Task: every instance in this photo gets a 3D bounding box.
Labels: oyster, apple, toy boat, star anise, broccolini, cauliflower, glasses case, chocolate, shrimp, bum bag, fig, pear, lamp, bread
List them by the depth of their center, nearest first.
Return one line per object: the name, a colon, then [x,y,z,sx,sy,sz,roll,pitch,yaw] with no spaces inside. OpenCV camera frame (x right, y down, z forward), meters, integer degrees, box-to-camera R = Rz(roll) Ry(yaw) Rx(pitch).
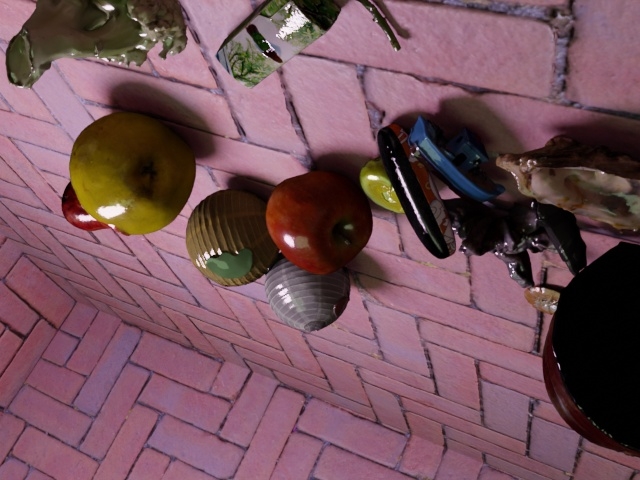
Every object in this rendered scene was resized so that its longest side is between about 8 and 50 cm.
broccolini: [0.053,-0.351,1.090,0.194,0.054,0.052,32,137,-16]
oyster: [0.463,-0.083,1.140,0.361,0.096,0.221,13,158,30]
cauliflower: [-0.369,-0.392,1.172,0.327,0.281,0.260,24,129,-1]
glasses case: [-0.081,-0.341,1.221,0.095,0.062,0.272,36,155,-20]
toy boat: [0.246,-0.141,1.268,0.223,0.100,0.097,35,120,-30]
bum bag: [0.419,-0.019,1.280,0.049,0.087,0.197,-13,125,39]
glasses case: [0.176,-0.088,1.337,0.266,0.067,0.103,63,177,-12]
chocolate: [0.593,0.219,1.366,0.384,0.383,0.331,22,173,12]
star anise: [0.334,-0.008,1.408,0.283,0.129,0.212,22,171,32]
bread: [0.144,-0.111,1.441,0.139,0.071,0.130,27,154,6]
apple: [-0.009,-0.049,1.571,0.230,0.230,0.230,23,156,11]
shrimp: [0.530,0.139,1.583,0.184,0.043,0.091,13,149,31]
pear: [-0.457,-0.166,1.740,0.287,0.287,0.375,40,173,-27]
lamp: [-0.194,-0.019,1.821,0.284,0.250,0.250,-24,138,10]
lamp: [-0.032,0.130,1.922,0.233,0.233,0.265,26,153,2]
fig: [-0.637,-0.125,2.143,0.186,0.204,0.249,63,-172,-5]
